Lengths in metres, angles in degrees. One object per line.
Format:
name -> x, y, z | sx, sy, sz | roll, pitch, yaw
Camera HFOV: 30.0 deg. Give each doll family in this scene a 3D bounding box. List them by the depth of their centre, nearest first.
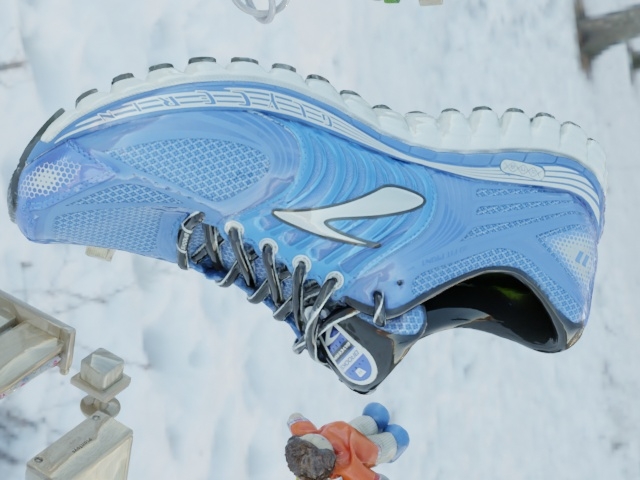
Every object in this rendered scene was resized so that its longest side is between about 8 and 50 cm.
doll family -> 0.060, 0.234, 0.881 | 0.163, 0.263, 0.118 | -5, 122, -60

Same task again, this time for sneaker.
sneaker -> 0.000, 0.000, 0.636 | 0.129, 0.330, 0.147 | 112, -19, -65

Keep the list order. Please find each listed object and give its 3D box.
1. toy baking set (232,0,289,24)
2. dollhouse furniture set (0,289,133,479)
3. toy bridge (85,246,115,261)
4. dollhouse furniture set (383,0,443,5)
toy baking set -> -0.040, -0.249, 0.853 | 0.030, 0.256, 0.196 | -46, 123, -38
dollhouse furniture set -> -0.379, 0.209, 1.209 | 0.303, 0.356, 0.173 | -37, 145, -51
toy bridge -> -0.262, -0.060, 1.629 | 0.026, 0.063, 0.188 | 93, 13, -76
dollhouse furniture set -> 0.130, -0.265, 1.154 | 0.058, 0.152, 0.076 | 70, 30, -41
